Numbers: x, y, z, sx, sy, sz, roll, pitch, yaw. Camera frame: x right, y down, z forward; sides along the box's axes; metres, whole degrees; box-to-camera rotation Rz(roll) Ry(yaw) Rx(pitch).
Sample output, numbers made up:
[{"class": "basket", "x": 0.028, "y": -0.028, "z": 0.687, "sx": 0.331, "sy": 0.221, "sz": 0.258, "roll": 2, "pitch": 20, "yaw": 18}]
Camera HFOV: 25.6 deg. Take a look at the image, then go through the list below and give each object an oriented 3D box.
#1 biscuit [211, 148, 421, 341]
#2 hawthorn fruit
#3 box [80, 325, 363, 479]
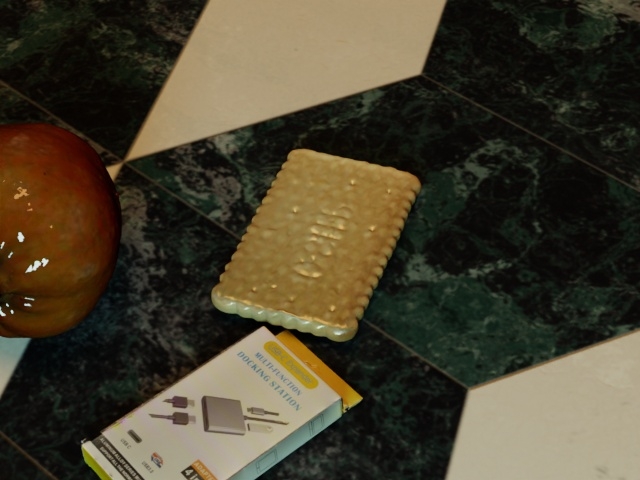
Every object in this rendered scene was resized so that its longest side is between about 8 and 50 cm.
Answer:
[{"class": "biscuit", "x": 0.000, "y": 0.001, "z": 1.492, "sx": 0.160, "sy": 0.030, "sz": 0.249, "roll": 13, "pitch": 47, "yaw": 14}, {"class": "hawthorn fruit", "x": -0.300, "y": -0.027, "z": 1.426, "sx": 0.224, "sy": 0.224, "sz": 0.261, "roll": 7, "pitch": 35, "yaw": 9}, {"class": "box", "x": -0.092, "y": 0.173, "z": 1.342, "sx": 0.247, "sy": 0.033, "sz": 0.129, "roll": -34, "pitch": 53, "yaw": -25}]
